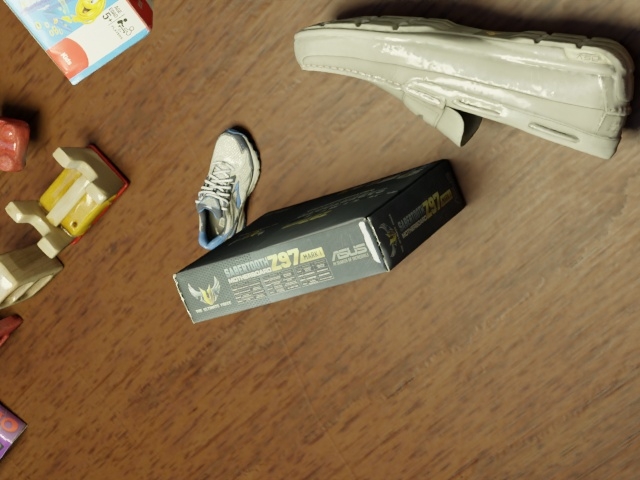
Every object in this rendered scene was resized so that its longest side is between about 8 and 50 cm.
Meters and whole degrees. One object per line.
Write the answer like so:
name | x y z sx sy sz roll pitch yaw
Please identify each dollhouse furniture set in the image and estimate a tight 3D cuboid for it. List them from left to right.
dollhouse furniture set | -0.396 -0.004 1.669 0.201 0.152 0.374 46 107 5

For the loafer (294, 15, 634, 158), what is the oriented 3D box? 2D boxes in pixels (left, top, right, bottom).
loafer | 0.122 -0.141 1.324 0.319 0.112 0.111 12 107 24

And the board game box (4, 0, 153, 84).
board game box | -0.269 -0.330 1.287 0.086 0.308 0.302 -32 118 11

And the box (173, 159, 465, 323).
box | 0.000 0.000 1.405 0.232 0.183 0.059 -17 102 34

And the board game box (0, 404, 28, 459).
board game box | -0.558 0.197 1.841 0.347 0.056 0.208 38 120 -2

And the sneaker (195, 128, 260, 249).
sneaker | -0.100 -0.049 1.515 0.052 0.058 0.135 18 117 22
